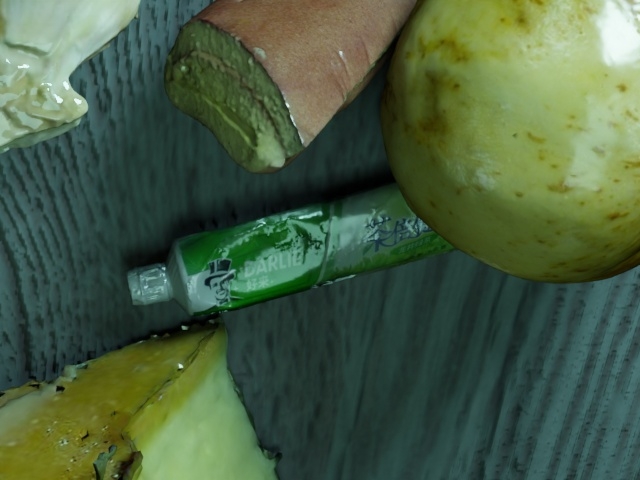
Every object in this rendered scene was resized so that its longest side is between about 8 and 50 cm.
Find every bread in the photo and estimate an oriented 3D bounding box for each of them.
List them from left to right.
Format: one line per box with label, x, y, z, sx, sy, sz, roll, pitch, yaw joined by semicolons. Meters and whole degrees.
bread;-0.115;0.222;0.952;0.279;0.315;0.248;-24;127;-12
bread;-0.026;-0.104;0.877;0.119;0.192;0.067;14;122;14

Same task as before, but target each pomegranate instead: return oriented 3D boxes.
pomegranate;0.147;-0.078;0.881;0.215;0.215;0.215;-7;123;-12

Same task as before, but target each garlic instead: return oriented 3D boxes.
garlic;-0.179;-0.112;0.850;0.175;0.099;0.124;-25;104;-5

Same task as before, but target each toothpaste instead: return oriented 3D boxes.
toothpaste;0.000;0.000;0.994;0.248;0.047;0.078;-14;126;-10
